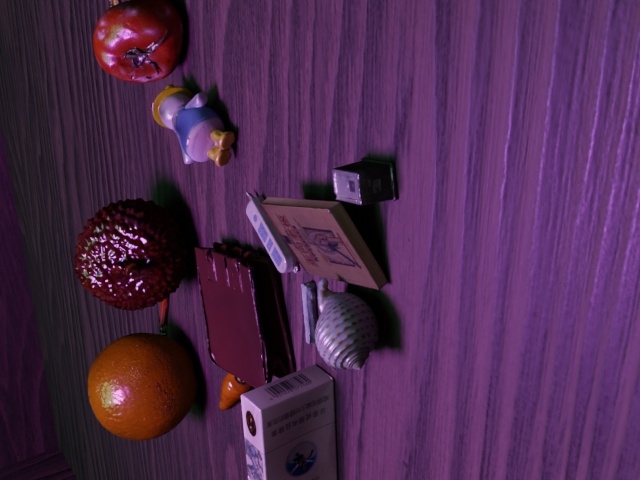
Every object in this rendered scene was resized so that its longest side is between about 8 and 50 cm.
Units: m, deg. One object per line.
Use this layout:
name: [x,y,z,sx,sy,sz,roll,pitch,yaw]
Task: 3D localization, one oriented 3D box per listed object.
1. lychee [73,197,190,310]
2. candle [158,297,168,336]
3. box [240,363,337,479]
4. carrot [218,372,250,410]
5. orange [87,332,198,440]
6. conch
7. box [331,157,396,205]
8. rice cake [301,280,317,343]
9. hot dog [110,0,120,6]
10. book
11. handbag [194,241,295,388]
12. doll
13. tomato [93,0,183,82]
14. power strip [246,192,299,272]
lychee: [-0.429,0.032,1.967,0.300,0.264,0.264,-136,36,-71]
candle: [-0.414,0.196,2.271,0.026,0.021,0.167,33,134,22]
box: [-0.054,0.377,1.603,0.069,0.164,0.256,28,128,49]
carrot: [-0.209,0.351,1.967,0.061,0.061,0.256,63,151,17]
orange: [-0.442,0.363,2.159,0.274,0.274,0.274,35,133,48]
conch: [0.043,0.143,1.383,0.135,0.102,0.153,94,179,-51]
box: [0.062,-0.085,1.270,0.085,0.063,0.060,19,121,57]
rice cake: [-0.019,0.131,1.559,0.021,0.022,0.121,25,125,52]
hot dog: [-0.481,-0.569,1.989,0.037,0.021,0.083,2,105,61]
book: [0.000,0.000,1.396,0.231,0.026,0.161,8,135,59]
handbag: [-0.160,0.147,1.749,0.260,0.084,0.275,13,115,58]
doll: [-0.259,-0.234,1.709,0.241,0.099,0.135,47,164,41]
tomato: [-0.364,-0.411,1.729,0.187,0.187,0.151,119,150,-52]
power strip: [-0.094,-0.016,1.606,0.191,0.030,0.047,59,147,23]
